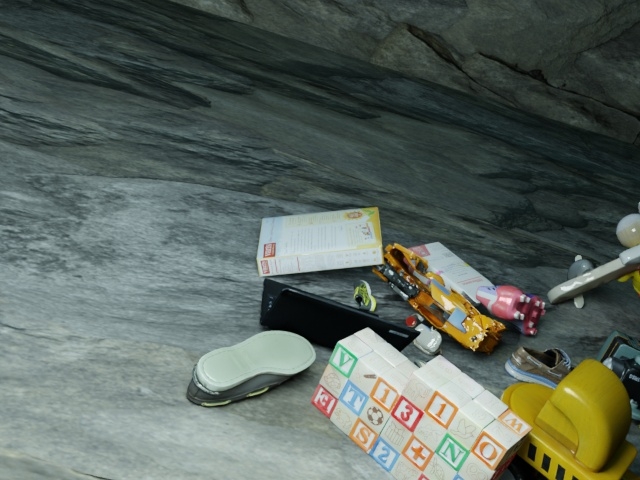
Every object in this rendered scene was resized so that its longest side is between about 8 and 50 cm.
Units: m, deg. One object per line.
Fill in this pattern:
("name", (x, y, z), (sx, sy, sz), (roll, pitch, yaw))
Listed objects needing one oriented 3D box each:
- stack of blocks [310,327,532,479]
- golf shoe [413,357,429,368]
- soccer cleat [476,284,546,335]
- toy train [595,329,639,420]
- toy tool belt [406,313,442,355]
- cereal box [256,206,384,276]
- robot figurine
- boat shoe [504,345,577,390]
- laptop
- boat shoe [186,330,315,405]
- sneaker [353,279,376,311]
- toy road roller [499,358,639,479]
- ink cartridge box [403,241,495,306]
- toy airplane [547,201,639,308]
("stack of blocks", (0.142, 0.260, 1.262), (0.297, 0.171, 0.087), (37, 30, 26))
("golf shoe", (0.180, 0.283, 1.376), (0.093, 0.077, 0.198), (-14, 40, -25))
("soccer cleat", (0.391, 0.136, 1.711), (0.095, 0.083, 0.248), (22, -2, 29))
("toy train", (0.705, 0.299, 1.681), (0.333, 0.142, 0.190), (23, 18, -1))
("toy tool belt", (0.197, 0.181, 1.590), (0.083, 0.052, 0.051), (44, -3, 28))
("cereal box", (0.000, 0.000, 1.641), (0.240, 0.047, 0.173), (-6, 28, 5))
("robot figurine", (0.221, 0.107, 1.640), (0.291, 0.085, 0.211), (41, 7, 23))
("boat shoe", (0.453, 0.248, 1.638), (0.183, 0.066, 0.066), (12, 30, -21))
("laptop", (0.026, 0.111, 1.451), (0.234, 0.137, 0.264), (20, 22, -9))
("boat shoe", (-0.106, 0.196, 1.291), (0.227, 0.069, 0.081), (-7, 52, -44))
("sneaker", (0.080, 0.105, 1.640), (0.035, 0.031, 0.083), (6, 32, -29))
("toy road roller", (0.406, 0.335, 1.257), (0.329, 0.241, 0.202), (37, 30, 24))
("ink cartridge box", (0.276, 0.089, 1.784), (0.115, 0.067, 0.198), (-9, 40, -46))
("toy airplane", (0.752, 0.030, 1.917), (0.385, 0.384, 0.273), (9, 41, -23))
